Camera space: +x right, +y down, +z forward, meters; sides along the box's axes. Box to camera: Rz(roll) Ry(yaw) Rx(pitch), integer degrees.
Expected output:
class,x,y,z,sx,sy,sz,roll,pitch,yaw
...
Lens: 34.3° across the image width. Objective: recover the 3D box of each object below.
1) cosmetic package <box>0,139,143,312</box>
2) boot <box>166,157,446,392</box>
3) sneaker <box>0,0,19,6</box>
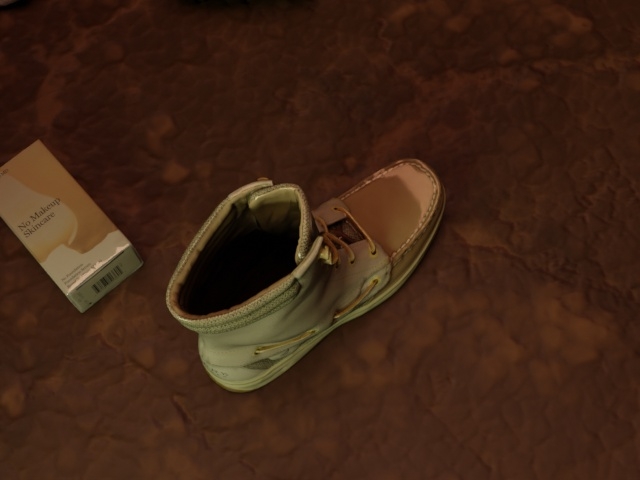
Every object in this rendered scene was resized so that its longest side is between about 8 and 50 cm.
class,x,y,z,sx,sy,sz,roll,pitch,yaw
cosmetic package,-0.187,-0.011,0.744,0.060,0.041,0.115,-41,71,-13
boot,0.000,0.000,0.659,0.213,0.165,0.077,-41,71,-11
sneaker,-0.309,-0.245,0.833,0.178,0.077,0.072,15,69,10
